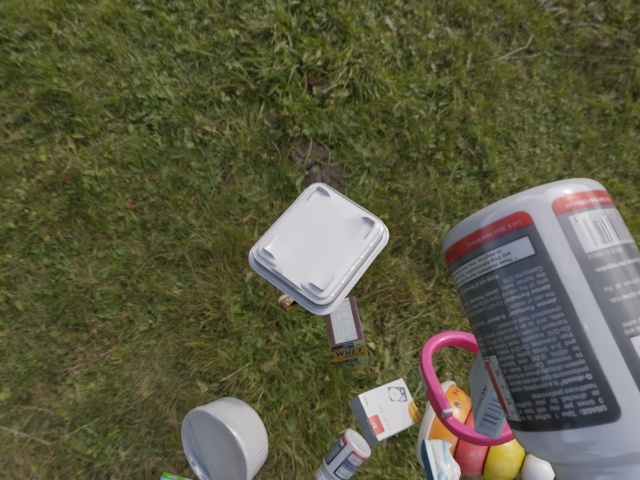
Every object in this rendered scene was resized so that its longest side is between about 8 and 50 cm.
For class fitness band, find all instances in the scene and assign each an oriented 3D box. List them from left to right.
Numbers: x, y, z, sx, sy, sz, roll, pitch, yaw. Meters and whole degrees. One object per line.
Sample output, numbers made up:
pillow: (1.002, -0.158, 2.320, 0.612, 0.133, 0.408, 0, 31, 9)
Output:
fitness band: (0.351, 0.332, 1.001, 0.208, 0.291, 0.054, -8, 126, -5)

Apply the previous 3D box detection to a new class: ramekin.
ramekin: (-0.275, 0.595, 1.263, 0.272, 0.127, 0.273, 8, 104, 32)

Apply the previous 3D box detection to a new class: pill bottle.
pill bottle: (0.071, 0.731, 1.416, 0.108, 0.108, 0.180, 40, 96, 2)
pill bottle: (0.303, 0.129, 0.509, 0.210, 0.210, 0.364, -14, 72, -7)

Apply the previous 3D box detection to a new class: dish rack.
dish rack: (0.000, 0.000, 1.139, 0.285, 0.072, 0.333, 34, 67, 13)

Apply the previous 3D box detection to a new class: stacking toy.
stacking toy: (0.636, 0.778, 1.611, 0.479, 0.350, 0.351, 15, 78, 32)

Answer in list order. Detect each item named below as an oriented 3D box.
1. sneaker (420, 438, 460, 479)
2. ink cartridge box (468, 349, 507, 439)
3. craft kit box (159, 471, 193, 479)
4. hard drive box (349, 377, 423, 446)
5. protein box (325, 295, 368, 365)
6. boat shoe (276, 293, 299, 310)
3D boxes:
sneaker: (0.356, 0.684, 1.218, 0.092, 0.088, 0.229, 1, 46, -5)
ink cartridge box: (0.320, 0.190, 0.762, 0.045, 0.224, 0.224, 17, 108, 11)
craft kit box: (-0.264, 0.657, 0.900, 0.246, 0.061, 0.250, 21, 69, -6)
hard drive box: (0.260, 0.676, 1.690, 0.231, 0.089, 0.181, -9, 59, -32)
protein box: (0.106, 0.376, 1.768, 0.135, 0.200, 0.201, -13, 52, 3)
boat shoe: (-0.091, 0.232, 1.723, 0.177, 0.064, 0.060, -26, 49, -34)
